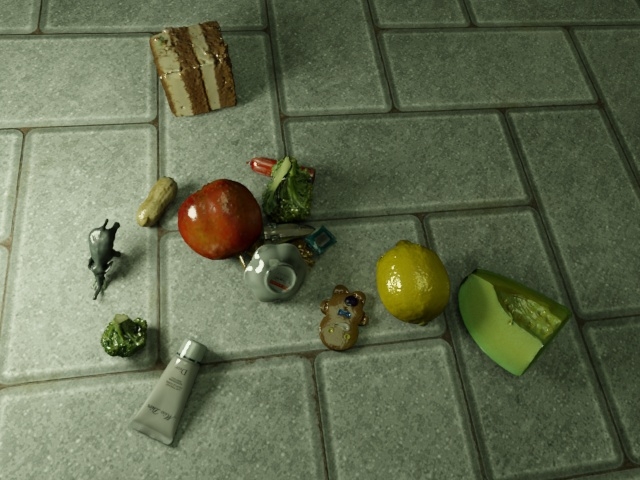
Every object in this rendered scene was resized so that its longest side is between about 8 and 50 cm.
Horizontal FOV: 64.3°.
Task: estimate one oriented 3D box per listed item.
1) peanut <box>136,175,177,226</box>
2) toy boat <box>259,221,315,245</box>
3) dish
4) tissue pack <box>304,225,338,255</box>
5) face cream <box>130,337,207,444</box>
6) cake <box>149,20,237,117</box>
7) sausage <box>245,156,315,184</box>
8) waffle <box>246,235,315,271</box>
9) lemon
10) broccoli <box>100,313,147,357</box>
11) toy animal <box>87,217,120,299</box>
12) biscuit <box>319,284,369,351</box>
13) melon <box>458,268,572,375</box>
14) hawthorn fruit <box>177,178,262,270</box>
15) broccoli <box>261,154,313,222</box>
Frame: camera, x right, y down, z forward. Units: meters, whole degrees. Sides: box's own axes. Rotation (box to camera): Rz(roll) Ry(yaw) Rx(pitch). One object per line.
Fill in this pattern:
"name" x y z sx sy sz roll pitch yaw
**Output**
"peanut" -0.596 -0.138 1.862 0.100 0.099 0.214 22 68 4
"toy boat" -0.116 -0.031 1.832 0.210 0.066 0.084 -7 66 -18
"dish" -0.140 0.122 1.730 0.230 0.081 0.229 -6 109 -18
"tissue pack" 0.000 0.000 1.886 0.085 0.028 0.138 47 45 7
"face cream" -0.462 0.465 1.609 0.143 0.089 0.314 23 75 5
"cake" -0.501 -0.679 2.038 0.291 0.282 0.255 -17 61 -10
"sausage" -0.156 -0.275 1.990 0.274 0.074 0.074 14 64 1
"waffle" -0.143 0.056 1.848 0.229 0.051 0.231 -21 70 -16
"lemon" 0.316 0.142 1.756 0.245 0.245 0.319 -7 63 -10
"broccoli" -0.632 0.302 1.637 0.146 0.137 0.162 -6 28 -15
"toy animal" -0.742 0.056 1.740 0.082 0.137 0.269 9 104 -5
"biscuit" 0.079 0.272 1.782 0.180 0.039 0.236 17 66 0
"melon" 0.652 0.243 1.771 0.331 0.226 0.343 -43 63 -10
"hawthorn fruit" -0.331 -0.041 1.759 0.287 0.287 0.330 -27 83 -18
"broccoli" -0.091 -0.187 1.874 0.180 0.273 0.242 14 44 -26
